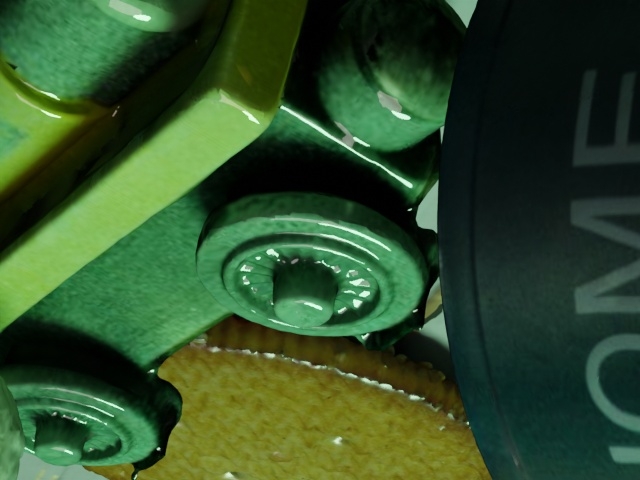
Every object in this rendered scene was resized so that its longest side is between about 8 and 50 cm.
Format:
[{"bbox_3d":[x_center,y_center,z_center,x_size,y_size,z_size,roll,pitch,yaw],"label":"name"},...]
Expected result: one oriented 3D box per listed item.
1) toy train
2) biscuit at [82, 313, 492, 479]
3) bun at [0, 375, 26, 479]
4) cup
[{"bbox_3d":[-0.104,-0.030,0.671,0.237,0.150,0.369,29,144,-23],"label":"toy train"},{"bbox_3d":[-0.033,0.113,1.012,0.305,0.038,0.305,7,152,4],"label":"biscuit"},{"bbox_3d":[-0.226,0.089,0.668,0.204,0.126,0.212,19,144,9],"label":"bun"},{"bbox_3d":[0.220,-0.034,0.435,0.242,0.308,0.292,11,172,-43],"label":"cup"}]
